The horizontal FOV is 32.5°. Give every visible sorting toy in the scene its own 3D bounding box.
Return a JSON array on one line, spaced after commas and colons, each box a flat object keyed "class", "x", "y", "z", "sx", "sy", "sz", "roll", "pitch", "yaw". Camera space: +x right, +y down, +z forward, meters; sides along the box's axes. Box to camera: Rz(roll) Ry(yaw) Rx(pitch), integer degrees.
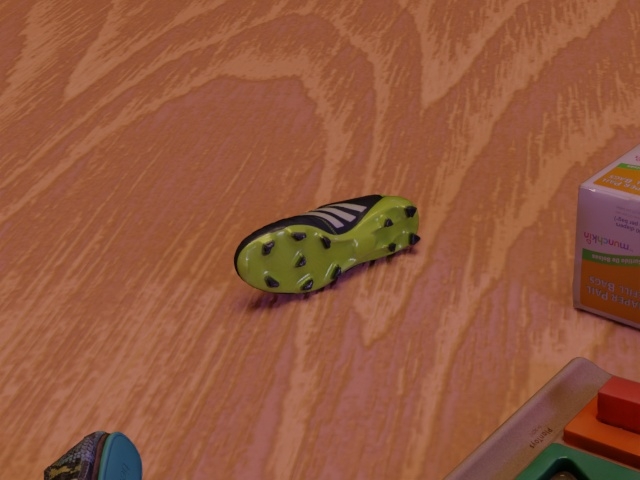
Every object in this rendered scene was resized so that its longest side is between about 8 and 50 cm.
[{"class": "sorting toy", "x": 0.192, "y": 0.130, "z": 0.616, "sx": 0.196, "sy": 0.047, "sz": 0.348, "roll": 19, "pitch": 35, "yaw": 36}]

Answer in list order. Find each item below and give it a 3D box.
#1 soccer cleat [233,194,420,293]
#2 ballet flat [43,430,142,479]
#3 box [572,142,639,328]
[{"class": "soccer cleat", "x": 0.000, "y": 0.000, "z": 0.882, "sx": 0.179, "sy": 0.060, "sz": 0.072, "roll": -16, "pitch": 20, "yaw": -34}, {"class": "ballet flat", "x": -0.131, "y": 0.176, "z": 0.568, "sx": 0.070, "sy": 0.070, "sz": 0.188, "roll": -4, "pitch": 26, "yaw": 0}, {"class": "box", "x": 0.289, "y": -0.018, "z": 0.822, "sx": 0.114, "sy": 0.103, "sz": 0.203, "roll": 20, "pitch": 36, "yaw": 38}]
